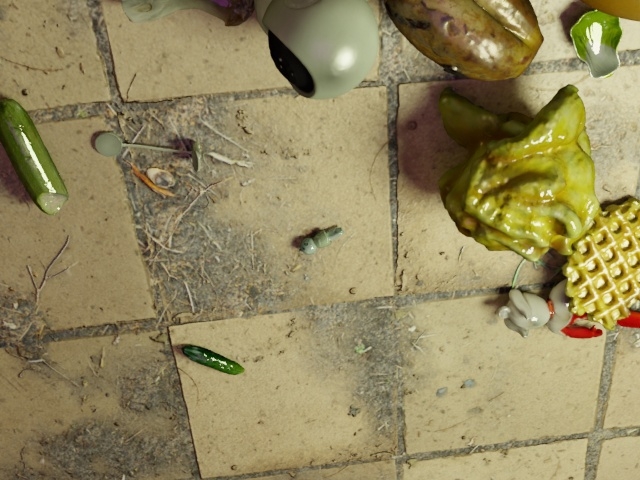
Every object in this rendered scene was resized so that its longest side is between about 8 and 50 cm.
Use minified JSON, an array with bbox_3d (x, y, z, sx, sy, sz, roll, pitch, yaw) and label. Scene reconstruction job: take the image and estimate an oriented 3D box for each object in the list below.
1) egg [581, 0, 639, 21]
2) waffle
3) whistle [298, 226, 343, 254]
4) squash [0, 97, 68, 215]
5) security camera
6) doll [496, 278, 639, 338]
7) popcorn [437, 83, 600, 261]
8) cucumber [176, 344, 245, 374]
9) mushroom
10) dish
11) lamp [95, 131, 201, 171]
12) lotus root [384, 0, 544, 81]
[{"bbox_3d":[0.484,-0.455,1.199,0.351,0.282,0.282,16,127,23],"label":"egg"},{"bbox_3d":[0.627,0.053,1.737,0.291,0.051,0.291,-1,100,-9],"label":"waffle"},{"bbox_3d":[0.000,0.000,1.700,0.100,0.035,0.035,-26,122,9],"label":"whistle"},{"bbox_3d":[-0.524,-0.147,1.527,0.069,0.069,0.238,-15,123,4],"label":"squash"},{"bbox_3d":[0.001,-0.335,1.338,0.195,0.236,0.194,-10,143,-8],"label":"security camera"},{"bbox_3d":[0.568,0.141,1.824,0.384,0.099,0.188,-5,123,-10],"label":"doll"},{"bbox_3d":[0.363,-0.125,1.513,0.321,0.290,0.325,20,138,-21],"label":"popcorn"},{"bbox_3d":[-0.236,0.260,1.844,0.168,0.039,0.039,25,117,-23],"label":"cucumber"},{"bbox_3d":[-0.217,-0.402,1.386,0.223,0.081,0.092,1,88,-12],"label":"mushroom"},{"bbox_3d":[0.493,-0.356,1.514,0.091,0.039,0.137,-25,123,4],"label":"dish"},{"bbox_3d":[-0.316,-0.163,1.551,0.198,0.056,0.050,4,126,-5],"label":"lamp"},{"bbox_3d":[0.242,-0.368,1.398,0.291,0.193,0.193,30,116,-23],"label":"lotus root"}]
